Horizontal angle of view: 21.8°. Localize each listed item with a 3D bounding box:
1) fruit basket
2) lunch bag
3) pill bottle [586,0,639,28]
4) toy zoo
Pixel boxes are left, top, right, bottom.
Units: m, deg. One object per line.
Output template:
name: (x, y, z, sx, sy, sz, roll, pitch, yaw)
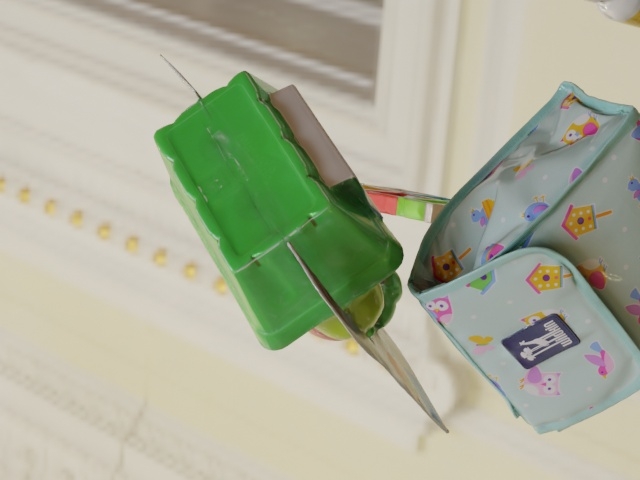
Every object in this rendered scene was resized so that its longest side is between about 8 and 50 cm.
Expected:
fruit basket: (0.000, 0.000, 1.592, 0.353, 0.165, 0.327, 39, -165, -53)
lunch bag: (0.228, 0.025, 1.524, 0.262, 0.223, 0.160, -48, -149, -7)
pill bottle: (0.393, -0.305, 1.987, 0.184, 0.103, 0.103, 10, -161, -27)
toy zoo: (0.123, -0.057, 2.472, 0.192, 0.030, 0.293, 3, -173, -44)
